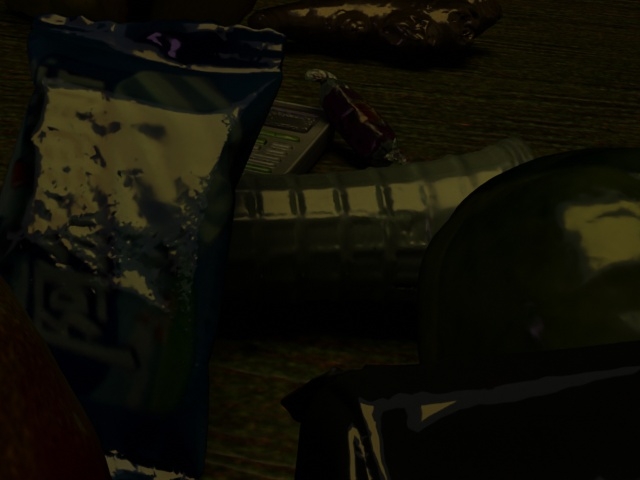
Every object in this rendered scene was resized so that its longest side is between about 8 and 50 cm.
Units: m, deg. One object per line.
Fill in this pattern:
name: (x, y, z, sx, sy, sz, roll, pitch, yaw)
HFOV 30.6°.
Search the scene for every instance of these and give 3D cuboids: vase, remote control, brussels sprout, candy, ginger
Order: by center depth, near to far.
brussels sprout: (0.180, 0.047, 0.675, 0.271, 0.210, 0.219, -7, -16, -31)
candy: (-0.134, -0.002, 0.719, 0.187, 0.077, 0.331, 8, 67, 7)
vase: (0.000, 0.000, 0.840, 0.298, 0.143, 0.143, -3, 27, -9)
remote control: (-0.062, -0.080, 1.096, 0.103, 0.034, 0.250, 13, 26, 13)
candy: (0.039, -0.112, 1.143, 0.045, 0.043, 0.175, 2, 41, -49)
ginger: (0.074, -0.276, 1.487, 0.333, 0.080, 0.166, -3, 19, -3)

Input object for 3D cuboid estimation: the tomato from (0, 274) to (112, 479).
tomato: (-0.221, 0.115, 0.424, 0.303, 0.304, 0.239, 5, 10, -3)

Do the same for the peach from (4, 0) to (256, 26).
peach: (-0.215, -0.377, 1.387, 0.242, 0.306, 0.380, -24, 33, -35)

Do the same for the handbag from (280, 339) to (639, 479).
handbag: (0.137, 0.175, 0.457, 0.301, 0.178, 0.275, -5, 43, -19)
